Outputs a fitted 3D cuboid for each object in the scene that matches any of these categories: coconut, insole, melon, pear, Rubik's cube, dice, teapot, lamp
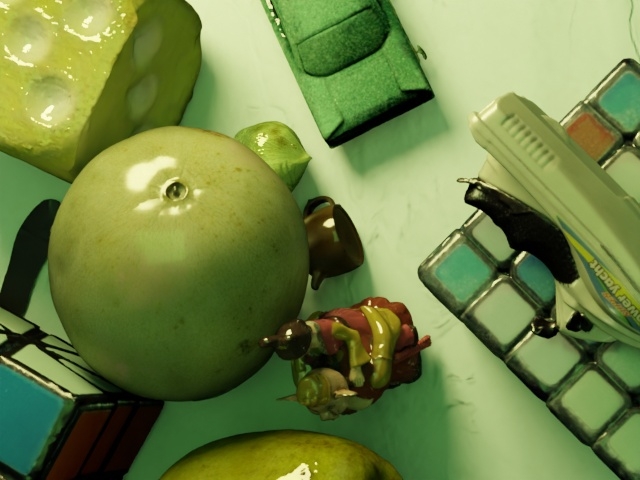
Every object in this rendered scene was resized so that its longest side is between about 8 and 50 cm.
[{"bbox_3d":[-0.055,-0.089,1.687,0.096,0.088,0.088,-5,82,17],"label":"coconut"},{"bbox_3d":[-0.337,0.023,1.777,0.053,0.002,0.153,18,87,14],"label":"insole"},{"bbox_3d":[-0.147,0.029,1.578,0.268,0.330,0.268,1,64,-3],"label":"melon"},{"bbox_3d":[-0.052,0.309,1.542,0.307,0.253,0.253,-23,78,31],"label":"pear"},{"bbox_3d":[-0.376,0.221,1.616,0.288,0.293,0.283,27,88,16],"label":"Rubik's cube"},{"bbox_3d":[-0.282,-0.193,1.671,0.227,0.238,0.233,24,88,14],"label":"dice"},{"bbox_3d":[0.302,0.042,1.482,0.293,0.287,0.292,42,92,14],"label":"Rubik's cube"},{"bbox_3d":[0.000,0.000,1.670,0.068,0.076,0.121,-23,51,18],"label":"teapot"},{"bbox_3d":[0.021,0.122,1.553,0.118,0.253,0.118,3,97,23],"label":"lamp"}]

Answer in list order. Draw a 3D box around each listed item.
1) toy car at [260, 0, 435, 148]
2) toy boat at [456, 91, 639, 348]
[{"bbox_3d":[0.004,-0.273,1.688,0.141,0.097,0.321,-26,78,8],"label":"toy car"},{"bbox_3d":[0.213,0.001,1.294,0.141,0.141,0.269,-30,80,8],"label":"toy boat"}]
